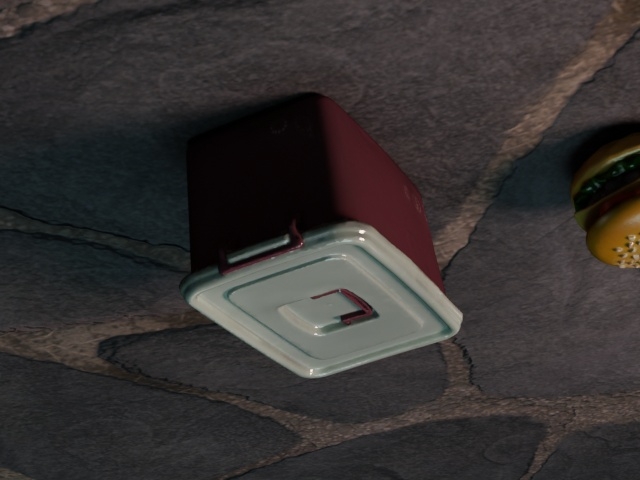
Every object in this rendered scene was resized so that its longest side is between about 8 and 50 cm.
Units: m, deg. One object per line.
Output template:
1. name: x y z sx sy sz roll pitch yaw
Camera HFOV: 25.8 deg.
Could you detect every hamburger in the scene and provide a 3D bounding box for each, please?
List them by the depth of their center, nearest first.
1. hamburger: 0.333 -0.039 1.411 0.162 0.115 0.162 -8 154 -4

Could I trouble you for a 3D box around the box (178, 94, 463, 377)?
1. box: 0.000 0.000 1.335 0.193 0.167 0.294 -17 152 20
